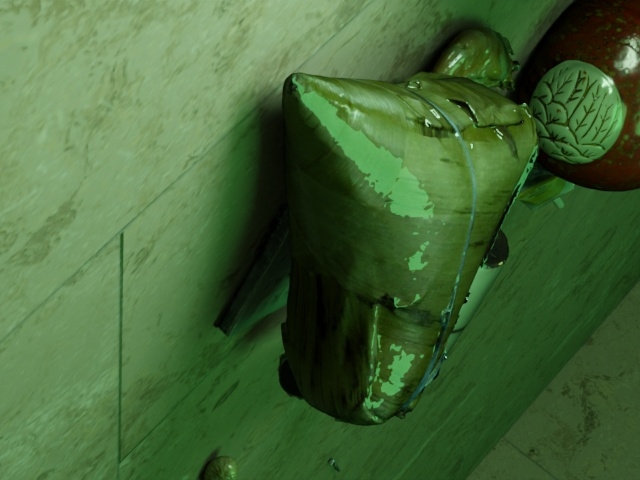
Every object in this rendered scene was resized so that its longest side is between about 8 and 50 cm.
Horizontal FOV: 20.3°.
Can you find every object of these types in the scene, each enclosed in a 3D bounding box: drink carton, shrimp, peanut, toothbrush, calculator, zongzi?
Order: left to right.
[{"bbox_3d":[-0.112,0.265,1.975,0.037,0.037,0.083,-40,159,-38],"label":"peanut"},{"bbox_3d":[0.000,0.000,1.726,0.262,0.021,0.161,-26,150,-58],"label":"calculator"},{"bbox_3d":[0.021,0.322,2.556,0.008,0.006,0.097,-38,164,-4],"label":"toothbrush"},{"bbox_3d":[0.019,0.009,1.493,0.360,0.160,0.323,0,111,-62],"label":"zongzi"},{"bbox_3d":[0.140,-0.154,1.737,0.115,0.051,0.217,-50,167,18],"label":"shrimp"},{"bbox_3d":[0.271,-0.081,2.226,0.084,0.074,0.200,-30,169,11],"label":"drink carton"}]

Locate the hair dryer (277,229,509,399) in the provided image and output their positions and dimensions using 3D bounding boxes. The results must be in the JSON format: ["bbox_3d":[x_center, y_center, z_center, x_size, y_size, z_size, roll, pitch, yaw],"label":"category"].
[{"bbox_3d":[0.052,0.092,1.875,0.362,0.128,0.203,-31,155,-56],"label":"hair dryer"}]

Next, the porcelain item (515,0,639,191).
[{"bbox_3d":[0.350,-0.154,2.014,0.253,0.253,0.253,-47,164,-18],"label":"porcelain item"}]
